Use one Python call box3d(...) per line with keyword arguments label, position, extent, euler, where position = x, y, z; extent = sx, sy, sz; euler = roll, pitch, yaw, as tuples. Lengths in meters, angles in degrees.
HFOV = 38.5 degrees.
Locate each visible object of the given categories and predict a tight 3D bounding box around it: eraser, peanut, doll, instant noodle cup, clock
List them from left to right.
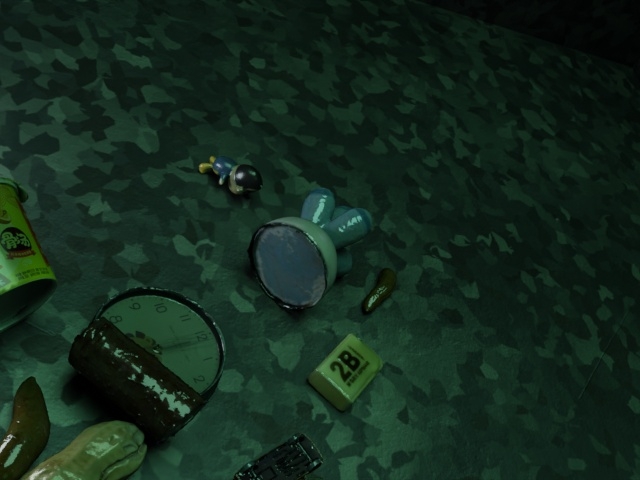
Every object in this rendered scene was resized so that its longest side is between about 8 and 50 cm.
box3d(label="instant noodle cup", position=(-0.672, 0.051, 1.802), extent=(0.311, 0.311, 0.222), euler=(-27, 78, -44))
box3d(label="peanut", position=(-0.441, 0.430, 1.692), extent=(0.130, 0.130, 0.290), euler=(42, 42, 10))
box3d(label="clock", position=(-0.352, 0.235, 1.974), extent=(0.312, 0.061, 0.313), euler=(16, 45, -17))
box3d(label="doll", position=(-0.227, -0.168, 2.412), extent=(0.179, 0.089, 0.102), euler=(21, 38, 22))
box3d(label="eraser", position=(0.063, 0.307, 2.157), extent=(0.117, 0.058, 0.172), euler=(41, 43, 8))

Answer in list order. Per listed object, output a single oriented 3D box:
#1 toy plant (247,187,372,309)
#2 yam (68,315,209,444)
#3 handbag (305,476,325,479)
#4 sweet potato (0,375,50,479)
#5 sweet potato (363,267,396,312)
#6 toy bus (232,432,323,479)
box3d(label="toy plant", position=(0.000, 0.000, 2.289), extent=(0.247, 0.247, 0.332), euler=(41, 41, 9))
box3d(label="yam", position=(-0.365, 0.275, 1.798), extent=(0.279, 0.131, 0.131), euler=(38, 42, 7))
box3d(label="handbag", position=(-0.015, 0.562, 1.817), extent=(0.235, 0.127, 0.213), euler=(-24, 33, -36))
box3d(label="sweet potato", position=(-0.564, 0.384, 1.690), extent=(0.079, 0.108, 0.346), euler=(55, 33, -29))
box3d(label="sweet potato", position=(0.160, 0.128, 2.385), extent=(0.054, 0.053, 0.182), euler=(39, 42, -2))
box3d(label="toy bus", position=(-0.090, 0.477, 1.888), extent=(0.194, 0.088, 0.083), euler=(-22, 64, -40))
